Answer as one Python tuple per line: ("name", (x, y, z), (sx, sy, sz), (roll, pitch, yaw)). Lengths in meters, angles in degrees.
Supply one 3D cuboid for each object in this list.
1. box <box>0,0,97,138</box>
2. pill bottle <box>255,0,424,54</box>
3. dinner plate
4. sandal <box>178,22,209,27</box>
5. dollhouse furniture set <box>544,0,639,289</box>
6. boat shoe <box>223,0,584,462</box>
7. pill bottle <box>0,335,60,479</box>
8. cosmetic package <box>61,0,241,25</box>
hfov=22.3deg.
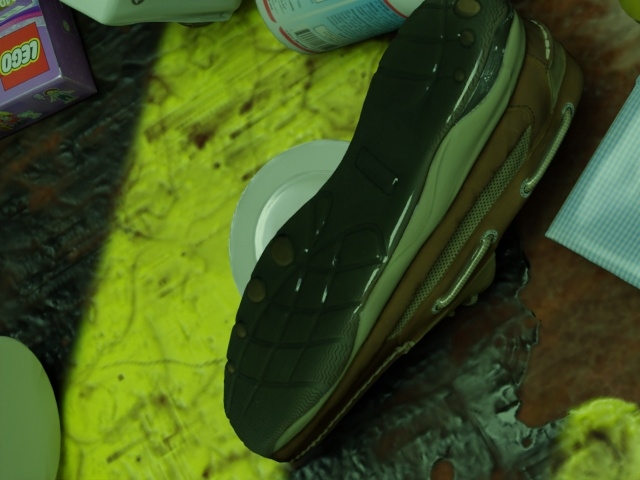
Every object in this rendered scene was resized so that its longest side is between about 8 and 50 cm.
("box", (-0.328, -0.148, 1.216), (0.293, 0.057, 0.201), (-22, 75, 17))
("pill bottle", (0.038, -0.176, 1.033), (0.160, 0.087, 0.087), (-10, 78, 45))
("dinner plate", (0.000, 0.000, 1.093), (0.141, 0.017, 0.141), (-3, 82, 22))
("sandal", (-0.133, -0.224, 1.155), (0.072, 0.049, 0.180), (-46, 70, 10))
("dollhouse furniture set", (0.230, 0.006, 0.905), (0.303, 0.198, 0.286), (35, 96, 22))
("boat shoe", (0.058, 0.005, 1.005), (0.324, 0.120, 0.122), (-58, 36, 17))
("pill bottle", (-0.326, 0.145, 1.126), (0.264, 0.153, 0.153), (-9, 80, 19))
("cosmetic package", (-0.113, -0.351, 0.998), (0.217, 0.156, 0.385), (32, 113, 22))
